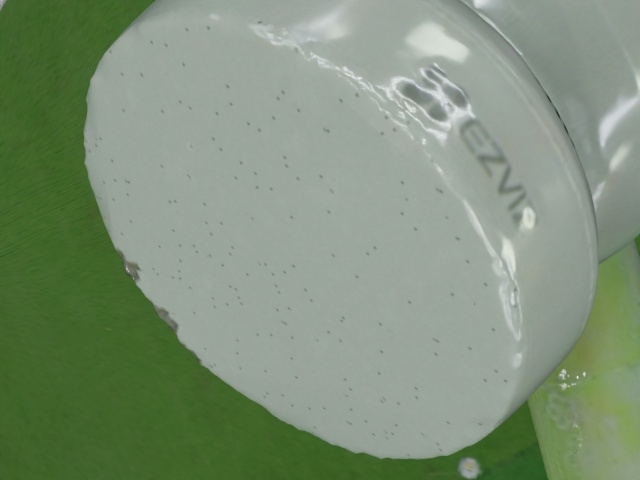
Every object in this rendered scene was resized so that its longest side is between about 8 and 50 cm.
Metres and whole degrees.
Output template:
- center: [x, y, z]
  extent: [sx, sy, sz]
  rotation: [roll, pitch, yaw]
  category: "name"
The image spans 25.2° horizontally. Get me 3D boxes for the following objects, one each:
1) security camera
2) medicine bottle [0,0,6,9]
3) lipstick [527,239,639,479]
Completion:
- center: [0.051, -0.058, 0.540]
  extent: [0.194, 0.194, 0.236]
  rotation: [50, 53, -9]
  category: "security camera"
- center: [-0.232, -0.241, 0.865]
  extent: [0.171, 0.052, 0.201]
  rotation: [29, 93, -46]
  category: "medicine bottle"
- center: [0.153, 0.138, 0.695]
  extent: [0.076, 0.076, 0.304]
  rotation: [-16, 95, -16]
  category: "lipstick"
